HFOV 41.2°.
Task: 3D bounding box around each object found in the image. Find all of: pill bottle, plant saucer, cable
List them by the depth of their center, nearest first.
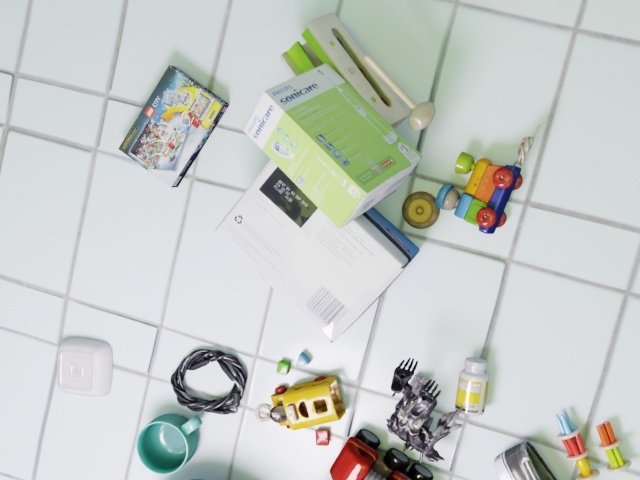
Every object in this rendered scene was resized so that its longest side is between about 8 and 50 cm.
[{"bbox_3d":[0.330,0.316,1.847,0.065,0.065,0.116,9,98,13],"label":"pill bottle"},{"bbox_3d":[0.219,-0.066,1.861,0.083,0.015,0.083,1,96,14],"label":"plant saucer"},{"bbox_3d":[-0.267,0.329,2.003,0.185,0.047,0.150,10,98,13],"label":"cable"}]

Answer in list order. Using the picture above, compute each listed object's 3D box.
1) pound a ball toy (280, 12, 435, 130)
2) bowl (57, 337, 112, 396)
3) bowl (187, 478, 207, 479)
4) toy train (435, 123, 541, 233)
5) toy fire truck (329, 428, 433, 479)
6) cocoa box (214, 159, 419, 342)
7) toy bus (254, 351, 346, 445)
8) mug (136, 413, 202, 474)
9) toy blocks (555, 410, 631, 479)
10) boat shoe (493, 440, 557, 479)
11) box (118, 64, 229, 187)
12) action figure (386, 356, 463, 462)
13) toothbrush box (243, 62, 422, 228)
[{"bbox_3d":[0.094,-0.334,1.786,0.319,0.136,0.208,53,135,2],"label":"pound a ball toy"},{"bbox_3d":[-0.582,0.312,2.075,0.142,0.053,0.142,5,96,14],"label":"bowl"},{"bbox_3d":[-0.258,0.734,1.955,0.391,0.077,0.391,10,107,37],"label":"bowl"},{"bbox_3d":[0.348,-0.150,1.785,0.143,0.105,0.248,26,101,23],"label":"toy train"},{"bbox_3d":[0.111,0.550,1.829,0.217,0.246,0.158,32,101,8],"label":"toy fire truck"},{"bbox_3d":[0.000,0.000,1.809,0.347,0.228,0.231,43,106,6],"label":"cocoa box"},{"bbox_3d":[-0.046,0.376,1.924,0.191,0.104,0.202,29,101,10],"label":"toy bus"},{"bbox_3d":[-0.343,0.474,2.010,0.158,0.097,0.129,-5,94,13],"label":"mug"},{"bbox_3d":[0.572,0.423,1.806,0.123,0.054,0.148,-24,89,15],"label":"toy blocks"},{"bbox_3d":[0.501,0.565,1.808,0.105,0.113,0.306,-40,76,28],"label":"boat shoe"},{"bbox_3d":[-0.338,-0.261,1.960,0.159,0.044,0.233,37,103,7],"label":"box"},{"bbox_3d":[0.222,0.372,1.831,0.141,0.275,0.164,-39,56,-21],"label":"action figure"},{"bbox_3d":[0.025,-0.192,1.683,0.283,0.206,0.122,46,135,9],"label":"toothbrush box"}]
